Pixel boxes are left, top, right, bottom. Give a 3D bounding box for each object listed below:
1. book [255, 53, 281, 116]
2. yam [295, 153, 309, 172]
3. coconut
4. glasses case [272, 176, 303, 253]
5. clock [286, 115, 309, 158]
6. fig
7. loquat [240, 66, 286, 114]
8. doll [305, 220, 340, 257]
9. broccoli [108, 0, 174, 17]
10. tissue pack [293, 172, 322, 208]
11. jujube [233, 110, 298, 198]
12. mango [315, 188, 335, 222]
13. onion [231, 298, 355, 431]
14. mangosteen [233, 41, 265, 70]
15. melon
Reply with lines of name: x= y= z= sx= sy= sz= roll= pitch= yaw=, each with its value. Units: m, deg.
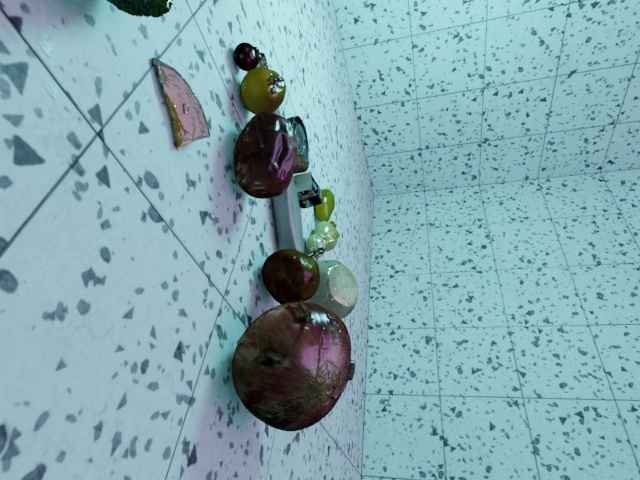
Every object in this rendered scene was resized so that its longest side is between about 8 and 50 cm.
book: x=-0.188 y=-0.510 z=1.399 sx=0.162 sy=0.022 sz=0.231 roll=-72 pitch=152 yaw=-54
yam: x=-0.101 y=-0.290 z=1.515 sx=0.141 sy=0.079 sz=0.079 roll=-15 pitch=100 yaw=-63
coconut: x=-0.003 y=0.193 z=1.499 sx=0.245 sy=0.248 sz=0.244 roll=22 pitch=58 yaw=-39
glasses case: x=-0.116 y=-0.090 z=1.431 sx=0.128 sy=0.083 sz=0.307 roll=-50 pitch=134 yaw=-77
clock: x=-0.097 y=-0.402 z=1.663 sx=0.215 sy=0.042 sz=0.214 roll=-4 pitch=90 yaw=-75
fig: x=-0.061 y=0.112 z=1.319 sx=0.290 sy=0.191 sz=0.190 roll=2 pitch=83 yaw=-62
loquat: x=-0.174 y=-0.450 z=1.221 sx=0.141 sy=0.141 sz=0.140 roll=-5 pitch=90 yaw=-75
doll: x=0.012 y=-0.001 z=1.800 sx=0.296 sy=0.117 sz=0.141 roll=-58 pitch=138 yaw=-66
broccoli: x=-0.275 y=-0.503 z=0.599 sx=0.297 sy=0.298 sz=0.297 roll=61 pitch=-4 yaw=8
tissue pack: x=-0.060 y=-0.198 z=1.631 sx=0.170 sy=0.103 sz=0.090 roll=42 pitch=39 yaw=-69
jujube: x=-0.151 y=-0.243 z=1.151 sx=0.183 sy=0.184 sz=0.242 roll=37 pitch=51 yaw=-70
mango: x=0.022 y=-0.172 z=1.949 sx=0.191 sy=0.086 sz=0.122 roll=-80 pitch=162 yaw=-45
onion: x=-0.067 y=0.318 z=1.063 sx=0.354 sy=0.354 sz=0.353 roll=-5 pitch=90 yaw=-75
mangosteen: x=-0.218 y=-0.546 z=1.198 sx=0.081 sy=0.081 sz=0.080 roll=-5 pitch=90 yaw=-75
melon: x=-0.307 y=-0.304 z=0.885 sx=0.098 sy=0.054 sz=0.182 roll=-40 pitch=125 yaw=-53
